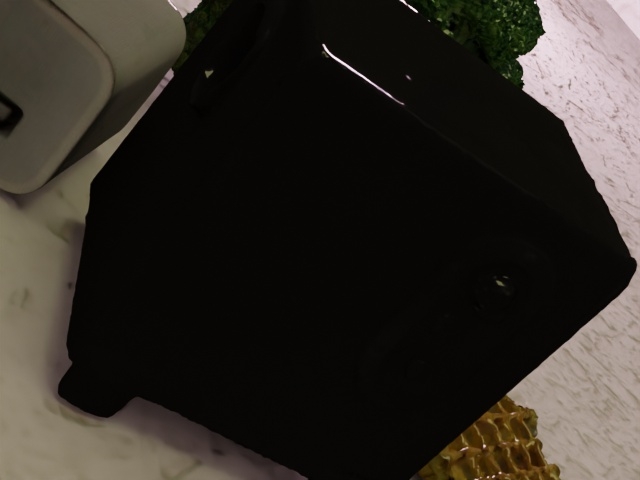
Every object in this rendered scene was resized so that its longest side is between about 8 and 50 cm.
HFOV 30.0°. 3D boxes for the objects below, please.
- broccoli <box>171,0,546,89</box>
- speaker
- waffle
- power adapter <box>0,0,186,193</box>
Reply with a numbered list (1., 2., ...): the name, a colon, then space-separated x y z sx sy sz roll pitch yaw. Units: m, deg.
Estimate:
1. broccoli: 0.025 -0.142 0.978 0.308 0.308 0.275 18 73 -42
2. speaker: 0.000 0.000 0.701 0.232 0.254 0.184 32 27 -24
3. waffle: 0.113 0.141 0.897 0.191 0.038 0.191 33 28 -20
4. power adapter: -0.171 -0.135 0.805 0.130 0.125 0.205 41 25 -3
